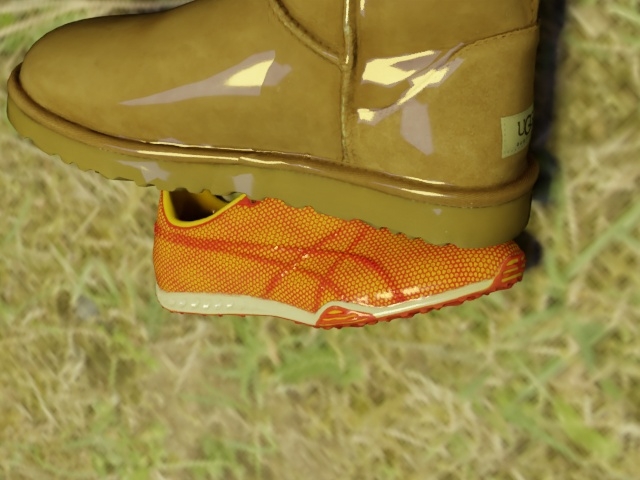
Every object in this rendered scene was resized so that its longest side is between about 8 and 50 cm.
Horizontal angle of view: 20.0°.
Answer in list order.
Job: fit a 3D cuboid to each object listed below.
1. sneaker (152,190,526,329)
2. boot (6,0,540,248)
[{"bbox_3d":[0.000,0.000,0.738,0.175,0.064,0.067,2,98,30],"label":"sneaker"},{"bbox_3d":[-0.007,-0.150,0.674,0.236,0.089,0.269,11,116,16],"label":"boot"}]
